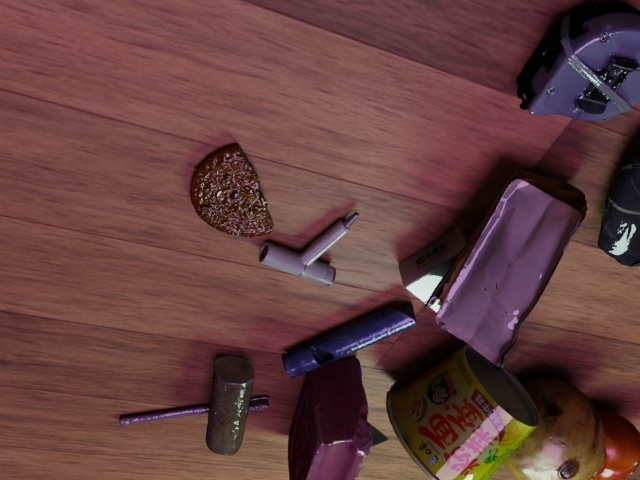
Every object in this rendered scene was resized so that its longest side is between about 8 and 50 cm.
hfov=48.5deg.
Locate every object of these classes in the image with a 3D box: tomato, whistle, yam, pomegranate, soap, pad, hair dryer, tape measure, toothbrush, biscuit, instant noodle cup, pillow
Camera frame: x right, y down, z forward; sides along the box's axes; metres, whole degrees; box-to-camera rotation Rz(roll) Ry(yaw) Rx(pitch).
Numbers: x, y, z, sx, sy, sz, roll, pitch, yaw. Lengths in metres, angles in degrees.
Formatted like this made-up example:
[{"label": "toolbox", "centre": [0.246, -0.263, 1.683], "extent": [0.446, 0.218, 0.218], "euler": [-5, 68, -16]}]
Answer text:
[{"label": "tomato", "centre": [0.734, 0.561, 1.920], "extent": [0.259, 0.180, 0.260], "euler": [-6, 139, -5]}, {"label": "whistle", "centre": [0.061, 0.211, 1.520], "extent": [0.304, 0.062, 0.062], "euler": [-26, 134, 15]}, {"label": "yam", "centre": [-0.205, 0.374, 1.587], "extent": [0.093, 0.093, 0.259], "euler": [3, 125, -14]}, {"label": "pomegranate", "centre": [0.557, 0.478, 1.748], "extent": [0.281, 0.281, 0.281], "euler": [-6, 136, -5]}, {"label": "soap", "centre": [0.014, 0.466, 1.642], "extent": [0.128, 0.233, 0.360], "euler": [4, 133, -11]}, {"label": "pad", "centre": [0.088, 0.510, 1.867], "extent": [0.116, 0.004, 0.193], "euler": [-28, 134, 17]}, {"label": "hair dryer", "centre": [-0.006, -0.004, 1.309], "extent": [0.154, 0.044, 0.183], "euler": [19, 123, -29]}, {"label": "tape measure", "centre": [0.418, -0.264, 1.075], "extent": [0.181, 0.107, 0.181], "euler": [5, 140, -12]}, {"label": "toothbrush", "centre": [-0.294, 0.403, 1.666], "extent": [0.353, 0.029, 0.024], "euler": [-7, 123, -3]}, {"label": "biscuit", "centre": [-0.156, -0.070, 1.216], "extent": [0.125, 0.025, 0.206], "euler": [-15, 135, 5]}, {"label": "instant noodle cup", "centre": [0.330, 0.389, 1.611], "extent": [0.311, 0.311, 0.221], "euler": [29, 113, -34]}, {"label": "pillow", "centre": [0.613, -0.070, 1.318], "extent": [0.161, 0.093, 0.335], "euler": [-9, 137, -8]}]

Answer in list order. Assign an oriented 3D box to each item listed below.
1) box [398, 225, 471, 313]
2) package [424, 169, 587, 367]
[{"label": "box", "centre": [0.288, 0.089, 1.432], "extent": [0.155, 0.067, 0.243], "euler": [-36, 130, 22]}, {"label": "package", "centre": [0.327, 0.030, 1.275], "extent": [0.165, 0.221, 0.311], "euler": [28, 113, 9]}]
